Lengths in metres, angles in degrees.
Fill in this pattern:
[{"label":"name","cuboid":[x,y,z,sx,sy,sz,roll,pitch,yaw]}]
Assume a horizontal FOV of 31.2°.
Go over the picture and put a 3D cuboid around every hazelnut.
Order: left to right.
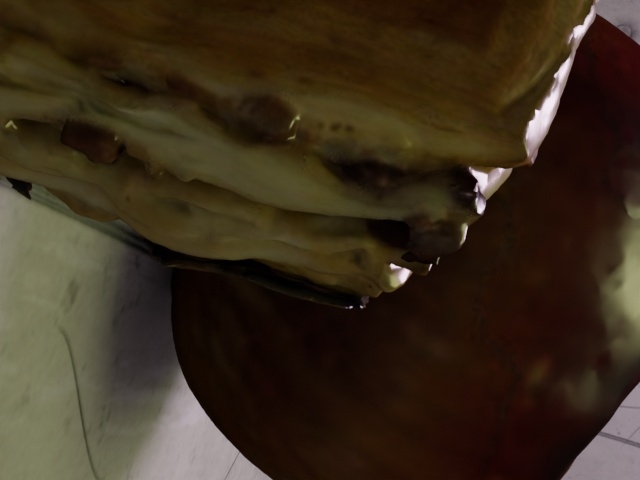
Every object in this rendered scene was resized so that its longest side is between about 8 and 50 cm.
[{"label":"hazelnut","cuboid":[0.096,0.005,0.907,0.429,0.402,0.402,-61,174,22]}]

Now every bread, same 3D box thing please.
[{"label":"bread","cuboid":[-0.010,-0.120,0.570,0.167,0.277,0.325,99,9,-54]}]
